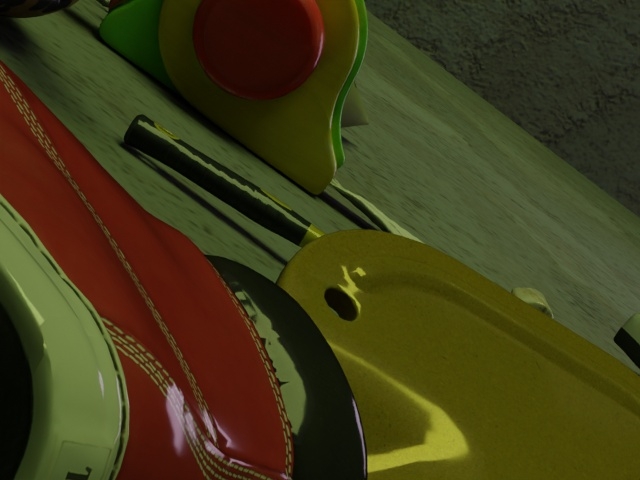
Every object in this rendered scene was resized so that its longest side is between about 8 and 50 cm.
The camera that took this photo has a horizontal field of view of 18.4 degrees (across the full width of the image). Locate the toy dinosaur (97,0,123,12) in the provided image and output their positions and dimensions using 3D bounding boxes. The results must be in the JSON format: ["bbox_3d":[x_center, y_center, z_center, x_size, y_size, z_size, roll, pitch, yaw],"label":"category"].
[{"bbox_3d":[-0.089,-0.128,1.145,0.090,0.047,0.082,48,29,7],"label":"toy dinosaur"}]

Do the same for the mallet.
[{"bbox_3d":[0.000,0.000,0.864,0.189,0.039,0.062,34,10,4],"label":"mallet"}]

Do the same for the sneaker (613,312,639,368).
[{"bbox_3d":[0.342,0.078,1.276,0.295,0.178,0.124,32,11,-28],"label":"sneaker"}]

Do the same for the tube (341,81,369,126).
[{"bbox_3d":[-0.010,-0.100,1.247,0.240,0.062,0.070,-50,127,-85],"label":"tube"}]

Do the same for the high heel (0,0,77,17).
[{"bbox_3d":[-0.190,-0.137,0.816,0.261,0.093,0.186,4,-4,-37],"label":"high heel"}]

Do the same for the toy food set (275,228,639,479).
[{"bbox_3d":[0.058,0.089,0.571,0.218,0.071,0.128,32,34,-18],"label":"toy food set"}]

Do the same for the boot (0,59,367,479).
[{"bbox_3d":[-0.093,-0.018,0.459,0.244,0.088,0.176,50,13,23],"label":"boot"}]

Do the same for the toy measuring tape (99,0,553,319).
[{"bbox_3d":[0.019,-0.081,1.075,0.330,0.121,0.121,36,9,-9],"label":"toy measuring tape"}]
